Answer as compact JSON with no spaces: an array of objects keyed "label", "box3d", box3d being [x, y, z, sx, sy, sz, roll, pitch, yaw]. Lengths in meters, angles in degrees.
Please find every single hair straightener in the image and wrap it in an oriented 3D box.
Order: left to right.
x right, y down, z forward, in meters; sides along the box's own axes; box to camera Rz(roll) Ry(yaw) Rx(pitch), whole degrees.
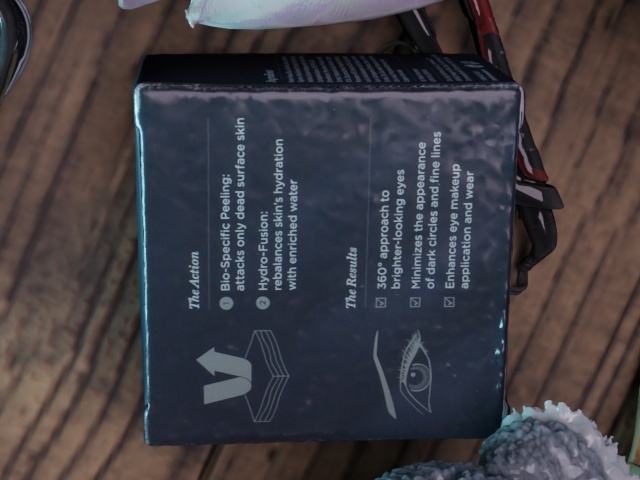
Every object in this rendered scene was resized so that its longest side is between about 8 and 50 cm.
[{"label":"hair straightener","box3d":[0.048,-0.073,0.686,0.089,0.047,0.230,-21,106,5]}]

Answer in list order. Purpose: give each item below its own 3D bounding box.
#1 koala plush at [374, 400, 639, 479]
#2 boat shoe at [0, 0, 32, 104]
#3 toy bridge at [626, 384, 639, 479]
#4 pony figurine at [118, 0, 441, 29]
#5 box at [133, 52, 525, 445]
[{"label":"koala plush","box3d":[0.058,0.184,0.589,0.196,0.203,0.221,-19,117,-34]},{"label":"boat shoe","box3d":[-0.199,-0.017,0.613,0.080,0.076,0.228,39,87,-14]},{"label":"toy bridge","box3d":[0.187,0.044,0.712,0.026,0.063,0.188,21,90,-14]},{"label":"pony figurine","box3d":[0.114,-0.221,0.550,0.351,0.303,0.363,3,68,-30]},{"label":"box","box3d":[0.000,0.000,0.630,0.158,0.093,0.156,0,107,-5]}]
